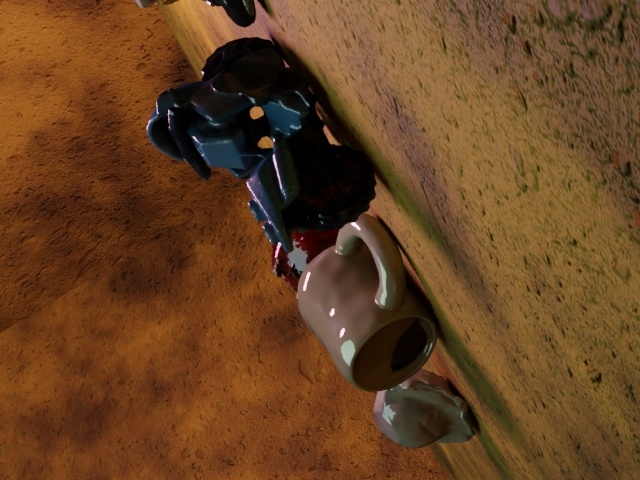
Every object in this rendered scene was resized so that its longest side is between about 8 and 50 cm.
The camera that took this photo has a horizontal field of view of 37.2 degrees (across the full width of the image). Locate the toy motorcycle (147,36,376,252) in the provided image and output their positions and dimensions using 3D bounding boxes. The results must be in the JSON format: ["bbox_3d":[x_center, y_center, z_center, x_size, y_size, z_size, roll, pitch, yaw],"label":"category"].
[{"bbox_3d":[-0.097,-0.132,1.319,0.416,0.232,0.172,55,172,38],"label":"toy motorcycle"}]

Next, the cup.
[{"bbox_3d":[0.056,0.090,1.483,0.202,0.173,0.255,53,174,42],"label":"cup"}]

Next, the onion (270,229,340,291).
[{"bbox_3d":[-0.020,0.006,1.866,0.248,0.161,0.248,-176,90,-72],"label":"onion"}]

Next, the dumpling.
[{"bbox_3d":[0.194,0.315,1.742,0.193,0.147,0.258,18,152,9],"label":"dumpling"}]

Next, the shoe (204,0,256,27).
[{"bbox_3d":[-0.178,-0.384,1.307,0.227,0.112,0.099,61,174,-8],"label":"shoe"}]

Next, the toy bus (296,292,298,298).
[{"bbox_3d":[0.049,0.112,1.988,0.194,0.083,0.088,18,117,28],"label":"toy bus"}]

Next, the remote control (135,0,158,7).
[{"bbox_3d":[-0.259,-0.469,1.454,0.050,0.145,0.344,54,174,7],"label":"remote control"}]

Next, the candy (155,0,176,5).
[{"bbox_3d":[-0.308,-0.552,1.705,0.260,0.118,0.260,58,170,16],"label":"candy"}]
